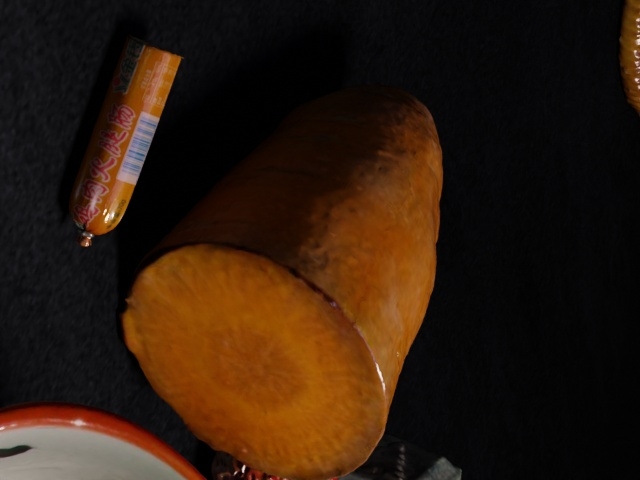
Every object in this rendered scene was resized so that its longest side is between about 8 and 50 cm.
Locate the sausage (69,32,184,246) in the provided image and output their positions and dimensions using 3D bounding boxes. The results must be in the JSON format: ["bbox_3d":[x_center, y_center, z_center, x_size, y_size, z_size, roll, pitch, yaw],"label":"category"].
[{"bbox_3d":[-0.100,-0.048,0.931,0.031,0.031,0.107,22,89,-64],"label":"sausage"}]

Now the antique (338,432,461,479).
[{"bbox_3d":[0.036,0.228,1.330,0.086,0.088,0.183,-32,136,-53],"label":"antique"}]

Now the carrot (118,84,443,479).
[{"bbox_3d":[0.000,0.000,1.058,0.225,0.159,0.159,-61,155,-43],"label":"carrot"}]

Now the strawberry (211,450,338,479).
[{"bbox_3d":[-0.028,0.140,1.162,0.096,0.083,0.083,-64,155,-27],"label":"strawberry"}]

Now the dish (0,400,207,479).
[{"bbox_3d":[-0.135,0.207,0.860,0.256,0.256,0.117,-59,-167,-20],"label":"dish"}]

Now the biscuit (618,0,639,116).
[{"bbox_3d":[0.338,-0.245,1.636,0.305,0.038,0.305,-43,143,-43],"label":"biscuit"}]
